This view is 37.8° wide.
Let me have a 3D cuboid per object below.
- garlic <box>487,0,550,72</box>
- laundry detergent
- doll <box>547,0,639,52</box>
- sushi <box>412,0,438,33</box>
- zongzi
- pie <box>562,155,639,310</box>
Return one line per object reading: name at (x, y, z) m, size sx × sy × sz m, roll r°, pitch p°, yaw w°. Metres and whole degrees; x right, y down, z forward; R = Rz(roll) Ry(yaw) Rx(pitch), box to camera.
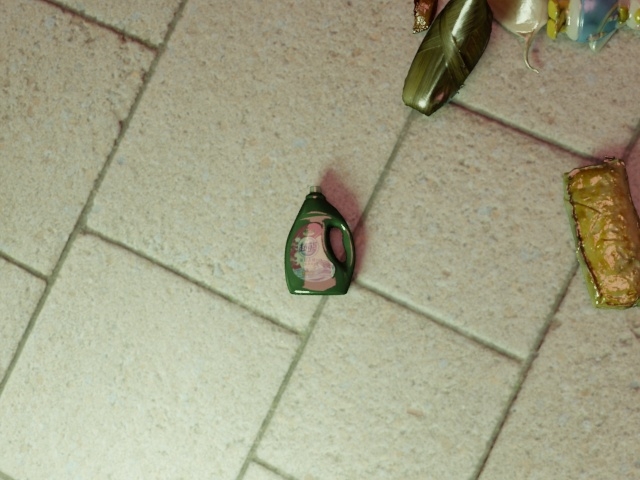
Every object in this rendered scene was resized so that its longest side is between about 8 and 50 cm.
garlic at (0.380, -0.462, 1.751) m, size 0.128 × 0.148 × 0.266 m, roll -23°, pitch 73°, yaw -28°
laundry detergent at (0.000, 0.000, 1.796) m, size 0.137 × 0.063 × 0.211 m, roll 1°, pitch 82°, yaw 10°
doll at (0.536, -0.418, 1.702) m, size 0.241 × 0.099 × 0.135 m, roll -2°, pitch 92°, yaw 7°
sushi at (0.200, -0.451, 1.806) m, size 0.047 × 0.050 × 0.099 m, roll 16°, pitch 77°, yaw 19°
zongzi at (0.231, -0.344, 1.689) m, size 0.112 × 0.242 × 0.221 m, roll 30°, pitch 88°, yaw 7°
pie at (0.520, -0.015, 1.689) m, size 0.129 × 0.068 × 0.282 m, roll -11°, pitch 78°, yaw 9°
